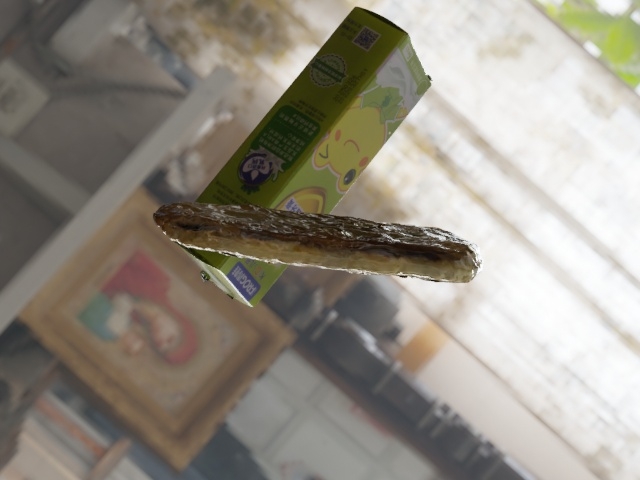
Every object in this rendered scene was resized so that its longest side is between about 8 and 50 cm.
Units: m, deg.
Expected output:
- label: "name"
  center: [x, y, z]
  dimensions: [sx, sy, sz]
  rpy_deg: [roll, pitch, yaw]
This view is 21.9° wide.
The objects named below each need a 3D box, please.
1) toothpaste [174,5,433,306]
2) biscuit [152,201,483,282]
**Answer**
- label: "toothpaste"
  center: [-0.016, -0.089, 1.734]
  dimensions: [0.327, 0.077, 0.110]
  rpy_deg: [-51, 152, -9]
- label: "biscuit"
  center: [0.000, 0.000, 1.212]
  dimensions: [0.118, 0.247, 0.029]
  rpy_deg: [-134, -128, -75]
